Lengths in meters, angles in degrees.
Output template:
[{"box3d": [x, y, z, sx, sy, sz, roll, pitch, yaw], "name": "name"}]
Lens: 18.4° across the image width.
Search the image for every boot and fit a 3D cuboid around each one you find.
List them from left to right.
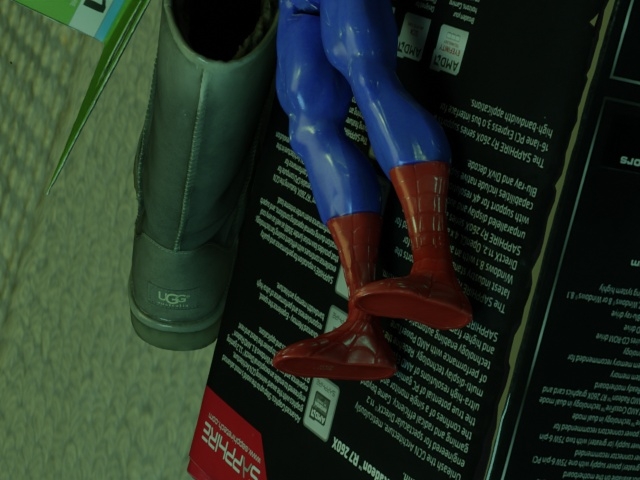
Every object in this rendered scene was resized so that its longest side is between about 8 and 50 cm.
[{"box3d": [-0.054, -0.073, 0.933, 0.208, 0.076, 0.190, 93, 175, -46], "name": "boot"}]

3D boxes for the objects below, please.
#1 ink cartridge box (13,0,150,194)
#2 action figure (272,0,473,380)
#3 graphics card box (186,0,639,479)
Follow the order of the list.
[{"box3d": [-0.115, -0.180, 0.991, 0.189, 0.097, 0.255, -55, 15, 40], "name": "ink cartridge box"}, {"box3d": [-0.027, -0.098, 0.730, 0.091, 0.139, 0.280, -38, 47, 49], "name": "action figure"}, {"box3d": [0.067, -0.039, 0.775, 0.233, 0.094, 0.371, 29, 109, 60], "name": "graphics card box"}]
